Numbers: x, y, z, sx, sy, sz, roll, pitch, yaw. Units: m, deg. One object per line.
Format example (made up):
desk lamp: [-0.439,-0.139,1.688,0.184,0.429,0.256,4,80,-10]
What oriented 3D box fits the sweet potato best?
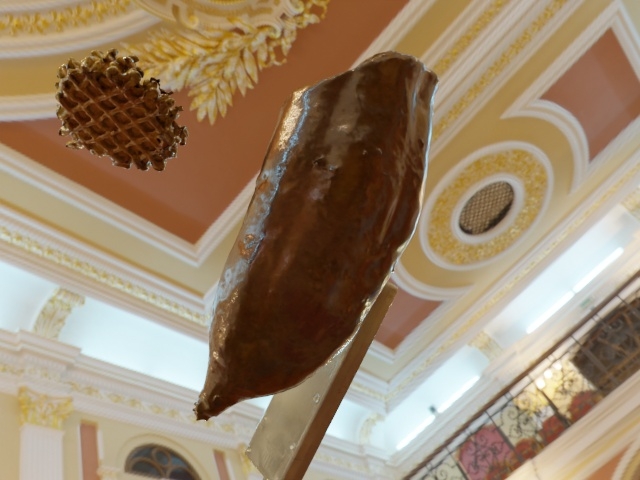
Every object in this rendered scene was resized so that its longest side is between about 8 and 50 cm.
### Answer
sweet potato: [0.000,0.000,0.540,0.158,0.158,0.369,27,-101,-37]

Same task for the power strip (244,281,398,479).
power strip: [-0.006,0.201,0.879,0.043,0.106,0.367,26,-89,-38]

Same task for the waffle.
waffle: [-0.289,-0.186,0.873,0.197,0.070,0.193,12,-39,5]
